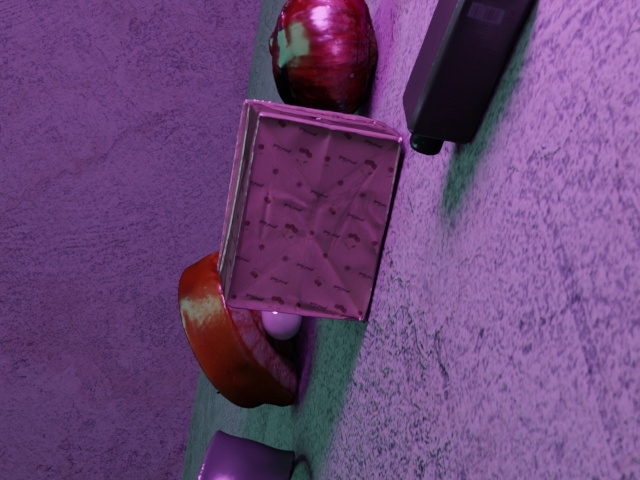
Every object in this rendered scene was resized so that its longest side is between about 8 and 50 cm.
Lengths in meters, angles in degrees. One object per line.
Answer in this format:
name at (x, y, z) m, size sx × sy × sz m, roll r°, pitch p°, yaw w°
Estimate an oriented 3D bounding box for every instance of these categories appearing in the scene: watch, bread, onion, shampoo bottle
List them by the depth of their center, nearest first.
shampoo bottle at (0.157, -0.203, 1.024) m, size 0.079 × 0.080 × 0.246 m, roll -92°, pitch 17°, yaw -48°
onion at (0.003, -0.327, 1.571) m, size 0.246 × 0.190 × 0.246 m, roll 7°, pitch -90°, yaw -84°
watch at (-0.166, 0.516, 1.627) m, size 0.335 × 0.314 × 0.327 m, roll 101°, pitch -173°, yaw -71°
bread at (-0.157, 0.163, 1.795) m, size 0.114 × 0.295 × 0.328 m, roll -29°, pitch 28°, yaw 14°

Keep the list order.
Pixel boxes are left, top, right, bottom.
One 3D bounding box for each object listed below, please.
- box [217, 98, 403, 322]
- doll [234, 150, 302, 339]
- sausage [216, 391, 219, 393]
box at (-0.025, -0.046, 1.399) m, size 0.190 × 0.225 × 0.297 m, roll -119°, pitch 38°, yaw -72°
doll at (-0.064, -0.052, 1.767) m, size 0.376 × 0.187 × 0.366 m, roll -120°, pitch 28°, yaw -45°
sausage at (-0.149, 0.199, 2.070) m, size 0.117 × 0.125 × 0.317 m, roll 115°, pitch 163°, yaw -62°
